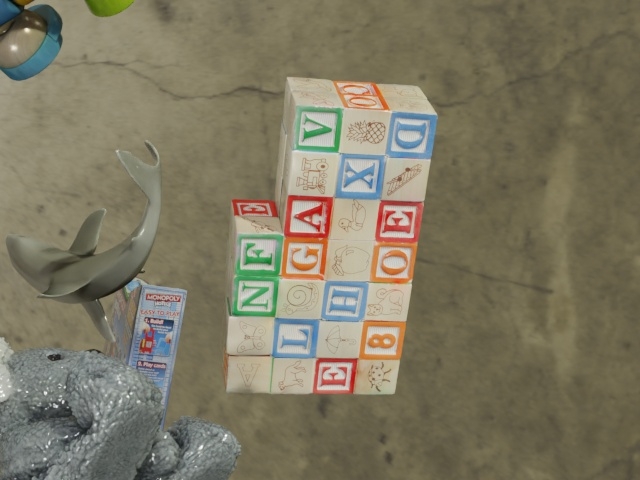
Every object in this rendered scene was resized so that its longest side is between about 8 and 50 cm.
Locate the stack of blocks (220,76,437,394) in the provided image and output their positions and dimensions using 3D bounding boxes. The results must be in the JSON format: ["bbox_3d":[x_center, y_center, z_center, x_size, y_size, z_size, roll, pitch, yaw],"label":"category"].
[{"bbox_3d":[0.000,0.000,1.092,0.171,0.087,0.297,2,115,-10],"label":"stack of blocks"}]

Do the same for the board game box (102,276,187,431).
[{"bbox_3d":[-0.224,0.126,1.439,0.060,0.194,0.194,9,109,-21],"label":"board game box"}]

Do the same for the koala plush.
[{"bbox_3d":[-0.228,0.169,0.993,0.203,0.221,0.196,-49,142,-5],"label":"koala plush"}]

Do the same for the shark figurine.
[{"bbox_3d":[-0.244,0.021,1.200,0.116,0.278,0.166,-21,83,-52],"label":"shark figurine"}]

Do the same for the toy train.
[{"bbox_3d":[-0.171,-0.216,0.798,0.248,0.105,0.143,-27,140,13],"label":"toy train"}]
